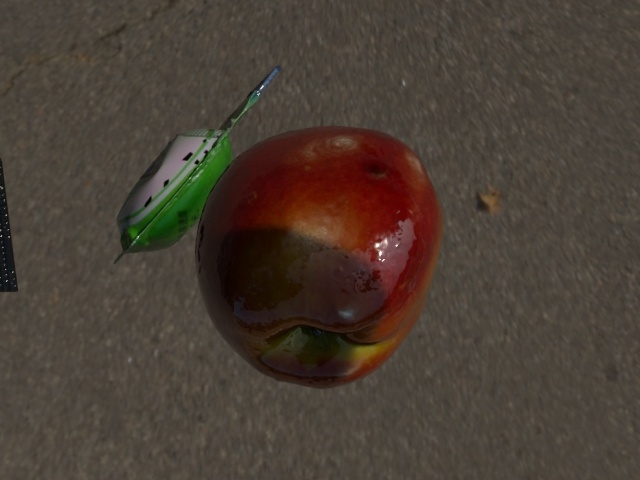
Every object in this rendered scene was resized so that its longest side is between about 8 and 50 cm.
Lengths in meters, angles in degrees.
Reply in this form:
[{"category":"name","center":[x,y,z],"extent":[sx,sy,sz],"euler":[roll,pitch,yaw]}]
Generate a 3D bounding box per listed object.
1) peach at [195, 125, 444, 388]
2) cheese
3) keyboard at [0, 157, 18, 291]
[{"category":"peach","center":[0.000,0.000,0.931],"extent":[0.200,0.243,0.243],"euler":[26,109,-25]},{"category":"cheese","center":[-0.148,-0.095,1.308],"extent":[0.083,0.320,0.204],"euler":[39,149,-10]},{"category":"keyboard","center":[-0.422,-0.016,1.367],"extent":[0.061,0.013,0.204],"euler":[-1,126,-8]}]
